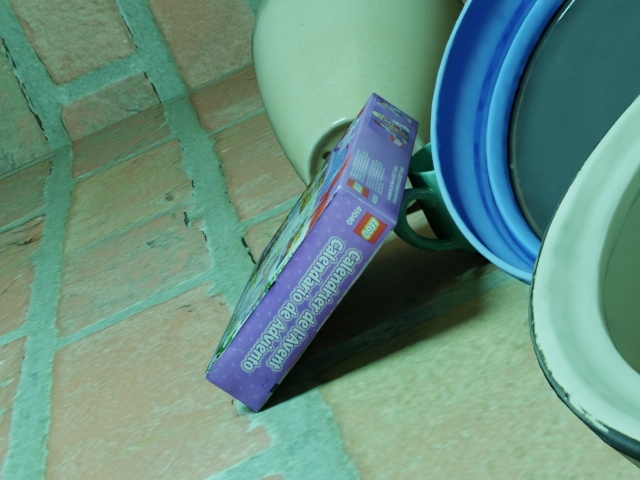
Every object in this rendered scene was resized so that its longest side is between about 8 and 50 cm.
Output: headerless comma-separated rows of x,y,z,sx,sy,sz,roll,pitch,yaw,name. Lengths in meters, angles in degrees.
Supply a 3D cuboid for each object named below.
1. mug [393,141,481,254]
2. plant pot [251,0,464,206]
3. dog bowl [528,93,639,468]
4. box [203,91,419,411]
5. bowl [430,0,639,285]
0.140,-0.041,1.287,0.158,0.097,0.129,-22,16,8,mug
0.049,-0.148,1.576,0.257,0.256,0.274,-20,32,13,plant pot
0.306,-0.005,0.668,0.408,0.150,0.408,-32,23,16,dog bowl
0.000,0.000,1.257,0.201,0.057,0.293,-55,5,21,box
0.256,-0.133,1.077,0.391,0.077,0.391,-25,50,35,bowl
